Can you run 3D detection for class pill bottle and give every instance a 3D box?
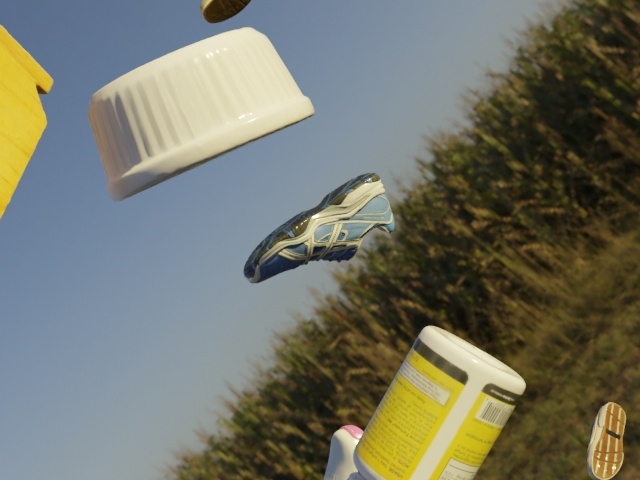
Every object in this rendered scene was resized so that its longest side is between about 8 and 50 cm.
[{"bbox_3d":[0.107,0.202,0.971,0.208,0.119,0.119,-60,-7,3],"label":"pill bottle"}]

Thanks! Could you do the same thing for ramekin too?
[{"bbox_3d":[-0.152,-0.155,1.153,0.273,0.127,0.273,-23,8,3],"label":"ramekin"}]

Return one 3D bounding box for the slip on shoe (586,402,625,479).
[{"bbox_3d":[0.410,0.297,1.396,0.041,0.051,0.135,-54,9,48],"label":"slip on shoe"}]

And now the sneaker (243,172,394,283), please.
[{"bbox_3d":[0.000,0.000,1.209,0.211,0.081,0.080,-32,13,-1],"label":"sneaker"}]

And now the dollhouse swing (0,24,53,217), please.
[{"bbox_3d":[-0.600,-0.143,1.232,0.305,0.315,0.346,-13,46,30],"label":"dollhouse swing"}]

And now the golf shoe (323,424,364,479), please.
[{"bbox_3d":[0.025,0.424,1.381,0.140,0.306,0.115,-2,1,-28],"label":"golf shoe"}]

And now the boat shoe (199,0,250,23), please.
[{"bbox_3d":[-0.113,-0.346,1.288,0.135,0.045,0.050,-43,-36,-8],"label":"boat shoe"}]
